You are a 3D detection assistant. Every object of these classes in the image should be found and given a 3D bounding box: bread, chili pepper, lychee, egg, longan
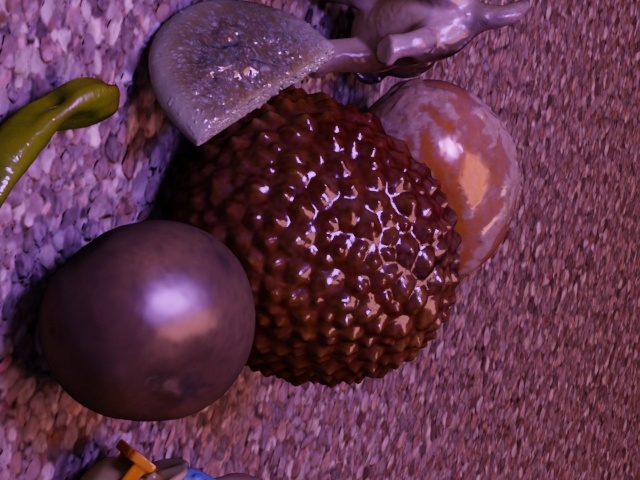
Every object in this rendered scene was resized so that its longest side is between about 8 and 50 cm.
[{"bbox_3d":[-0.079,-0.162,1.654,0.193,0.112,0.036,-36,164,-43],"label":"bread"},{"bbox_3d":[-0.218,-0.071,1.465,0.202,0.050,0.052,-50,-178,-41],"label":"chili pepper"},{"bbox_3d":[0.000,0.000,1.722,0.267,0.267,0.267,-38,134,-55],"label":"lychee"},{"bbox_3d":[0.110,-0.060,2.007,0.233,0.195,0.195,81,31,-45],"label":"egg"},{"bbox_3d":[-0.139,0.063,1.554,0.187,0.167,0.167,-8,107,-66],"label":"longan"}]

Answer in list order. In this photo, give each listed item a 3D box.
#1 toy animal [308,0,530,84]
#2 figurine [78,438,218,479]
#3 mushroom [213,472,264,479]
[{"bbox_3d":[0.076,-0.216,1.909,0.168,0.233,0.121,2,87,-25],"label":"toy animal"},{"bbox_3d":[-0.103,0.276,1.670,0.262,0.154,0.180,40,20,-27],"label":"figurine"},{"bbox_3d":[-0.124,0.374,1.811,0.159,0.122,0.329,156,-48,-75],"label":"mushroom"}]
